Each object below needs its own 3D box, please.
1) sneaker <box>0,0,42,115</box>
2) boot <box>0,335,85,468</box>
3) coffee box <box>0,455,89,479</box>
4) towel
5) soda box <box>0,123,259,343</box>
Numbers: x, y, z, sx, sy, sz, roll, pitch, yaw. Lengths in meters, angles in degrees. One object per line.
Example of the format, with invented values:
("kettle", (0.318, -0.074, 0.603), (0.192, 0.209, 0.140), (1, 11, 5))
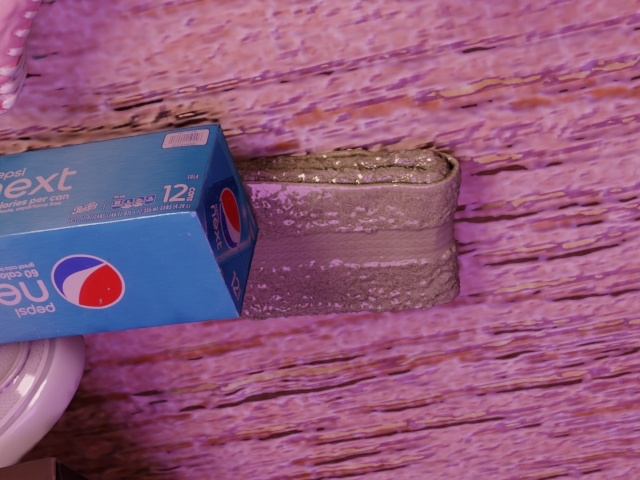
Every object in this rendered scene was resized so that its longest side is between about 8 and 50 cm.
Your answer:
("sneaker", (-0.143, -0.101, 0.688), (0.134, 0.051, 0.070), (-26, 130, 26))
("boot", (-0.259, 0.088, 0.832), (0.258, 0.095, 0.123), (-27, 135, 24))
("coffee box", (-0.163, 0.234, 0.892), (0.168, 0.119, 0.297), (-13, 154, 11))
("towel", (0.000, 0.000, 0.800), (0.148, 0.027, 0.110), (-3, 134, 2))
("soda box", (-0.142, 0.003, 0.756), (0.210, 0.067, 0.071), (-7, 131, 16))
